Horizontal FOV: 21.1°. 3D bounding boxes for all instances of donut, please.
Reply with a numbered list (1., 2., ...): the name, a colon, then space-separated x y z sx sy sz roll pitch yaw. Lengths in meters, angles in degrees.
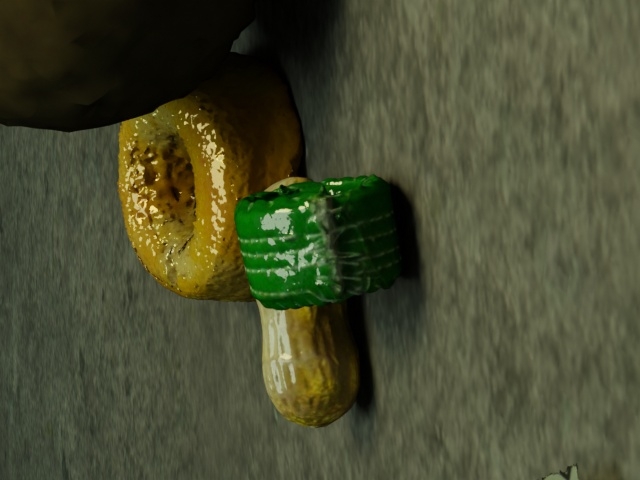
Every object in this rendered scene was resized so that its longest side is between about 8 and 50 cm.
1. donut: -0.096 -0.057 1.583 0.253 0.118 0.254 17 111 53

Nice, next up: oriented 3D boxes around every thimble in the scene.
1. thimble: 0.000 0.000 1.305 0.130 0.118 0.090 -167 66 -73

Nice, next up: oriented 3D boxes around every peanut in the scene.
1. peanut: -0.016 0.051 1.413 0.087 0.087 0.207 176 86 -71

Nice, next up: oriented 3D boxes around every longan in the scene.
1. longan: -0.204 -0.280 1.425 0.391 0.391 0.391 173 90 -71

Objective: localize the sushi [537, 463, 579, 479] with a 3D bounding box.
1. sushi: 0.147 0.270 1.093 0.231 0.047 0.220 138 127 -62
